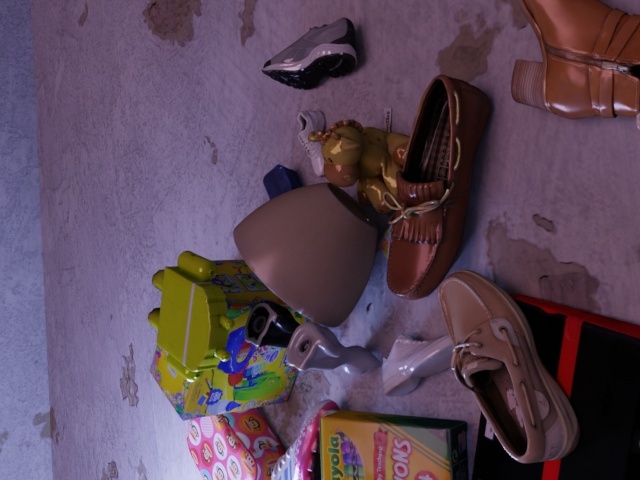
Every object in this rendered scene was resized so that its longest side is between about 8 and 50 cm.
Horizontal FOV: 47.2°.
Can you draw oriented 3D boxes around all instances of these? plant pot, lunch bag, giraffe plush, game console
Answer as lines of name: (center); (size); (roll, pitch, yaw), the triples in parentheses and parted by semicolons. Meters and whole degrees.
plant pot: (0.000, 0.000, 1.423); (0.191, 0.284, 0.284); (-48, 53, 13)
lunch bag: (-0.215, 0.522, 1.767); (0.293, 0.120, 0.258); (48, 126, 38)
giraffe plush: (0.075, -0.158, 1.379); (0.181, 0.170, 0.211); (-22, 73, 48)
lunch bag: (-0.076, -0.115, 1.645); (0.067, 0.065, 0.099); (-35, 62, 27)
game console: (0.383, 0.300, 1.113); (0.342, 0.060, 0.387); (16, 101, 55)

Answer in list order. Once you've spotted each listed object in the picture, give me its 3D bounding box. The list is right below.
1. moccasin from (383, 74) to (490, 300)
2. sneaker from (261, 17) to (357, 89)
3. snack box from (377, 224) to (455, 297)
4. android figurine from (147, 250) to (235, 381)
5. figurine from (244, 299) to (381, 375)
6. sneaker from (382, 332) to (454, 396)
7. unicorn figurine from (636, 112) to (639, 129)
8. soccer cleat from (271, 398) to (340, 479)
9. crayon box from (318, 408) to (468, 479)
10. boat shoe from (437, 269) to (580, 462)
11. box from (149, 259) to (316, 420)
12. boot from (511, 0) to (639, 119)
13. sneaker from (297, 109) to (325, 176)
moccasin: (0.182, -0.086, 1.240); (0.139, 0.146, 0.380); (27, 103, 44)
sneaker: (-0.020, -0.395, 1.566); (0.271, 0.100, 0.108); (-5, 72, 47)
snack box: (0.176, 0.022, 1.363); (0.100, 0.037, 0.141); (-57, 50, 32)
android figurine: (-0.252, 0.151, 1.429); (0.272, 0.056, 0.249); (18, 104, 48)
figurine: (-0.007, 0.204, 1.454); (0.214, 0.209, 0.092); (19, 88, 45)
sneaker: (0.174, 0.206, 1.343); (0.212, 0.080, 0.094); (-44, 46, 42)
unicorn figurine: (0.469, -0.205, 0.954); (0.162, 0.060, 0.111); (-53, 46, 14)
soccer cleat: (-0.045, 0.478, 1.559); (0.143, 0.116, 0.332); (20, 107, 37)
crayon box: (0.112, 0.426, 1.346); (0.318, 0.081, 0.202); (-5, 87, 35)
boat shoe: (0.266, 0.181, 1.138); (0.122, 0.110, 0.341); (-60, 44, 35)
box: (-0.184, 0.207, 1.607); (0.177, 0.279, 0.290); (41, 121, 41)
boot: (0.389, -0.315, 1.049); (0.220, 0.109, 0.284); (23, 109, 49)
sneaker: (-0.019, -0.209, 1.580); (0.053, 0.061, 0.152); (-22, 74, 46)
